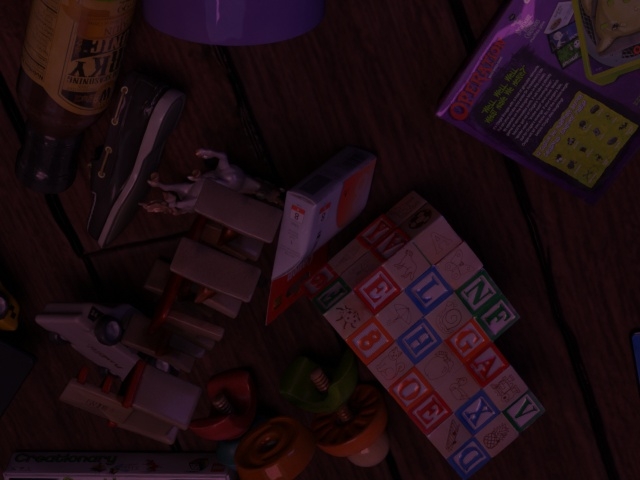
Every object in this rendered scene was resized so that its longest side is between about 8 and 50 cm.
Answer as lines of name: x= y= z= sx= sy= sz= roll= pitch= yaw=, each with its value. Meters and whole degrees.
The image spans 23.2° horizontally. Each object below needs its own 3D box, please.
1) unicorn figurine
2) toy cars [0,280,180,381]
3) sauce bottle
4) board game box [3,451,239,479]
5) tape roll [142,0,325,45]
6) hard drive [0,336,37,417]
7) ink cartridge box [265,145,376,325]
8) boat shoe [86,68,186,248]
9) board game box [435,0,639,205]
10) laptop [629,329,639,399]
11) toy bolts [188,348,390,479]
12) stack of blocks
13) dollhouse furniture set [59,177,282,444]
unicorn figurine: x=-0.120 y=-0.061 z=1.778 sx=0.162 sy=0.060 sz=0.111 roll=-7 pitch=160 yaw=36
toy cars: x=-0.343 y=0.071 z=1.881 sx=0.394 sy=0.087 sz=0.176 roll=21 pitch=156 yaw=-4
sauce bottle: x=-0.270 y=-0.201 z=1.697 sx=0.111 sy=0.111 sz=0.344 roll=19 pitch=130 yaw=-1
board game box: x=-0.251 y=0.370 z=2.060 sx=0.305 sy=0.053 sz=0.193 roll=-1 pitch=120 yaw=11
tape roll: x=-0.088 y=-0.270 z=1.578 sx=0.189 sy=0.189 sz=0.080 roll=6 pitch=122 yaw=7
hard drive: x=-0.424 y=0.151 z=1.888 sx=0.135 sy=0.022 sz=0.094 roll=33 pitch=89 yaw=-27
ink cartridge box: x=0.000 y=0.000 z=1.743 sx=0.045 sy=0.145 sz=0.179 roll=21 pitch=123 yaw=21
boat shoe: x=-0.224 y=-0.092 z=1.775 sx=0.069 sy=0.081 sz=0.227 roll=32 pitch=122 yaw=6
board game box: x=0.296 y=-0.219 z=1.623 sx=0.208 sy=0.056 sz=0.347 roll=28 pitch=121 yaw=-11
laptop: x=0.574 y=0.311 z=1.778 sx=0.382 sy=0.408 sz=0.236 roll=-8 pitch=152 yaw=15
toy bolts: x=-0.041 y=0.258 z=1.887 sx=0.228 sy=0.218 sz=0.158 roll=-9 pitch=126 yaw=36
stack of blocks: x=0.136 y=0.111 z=1.777 sx=0.171 sy=0.087 sz=0.297 roll=-40 pitch=118 yaw=-2
dollhouse furniture set: x=-0.172 y=0.078 z=1.714 sx=0.135 sy=0.259 sz=0.262 roll=24 pitch=154 yaw=-9
